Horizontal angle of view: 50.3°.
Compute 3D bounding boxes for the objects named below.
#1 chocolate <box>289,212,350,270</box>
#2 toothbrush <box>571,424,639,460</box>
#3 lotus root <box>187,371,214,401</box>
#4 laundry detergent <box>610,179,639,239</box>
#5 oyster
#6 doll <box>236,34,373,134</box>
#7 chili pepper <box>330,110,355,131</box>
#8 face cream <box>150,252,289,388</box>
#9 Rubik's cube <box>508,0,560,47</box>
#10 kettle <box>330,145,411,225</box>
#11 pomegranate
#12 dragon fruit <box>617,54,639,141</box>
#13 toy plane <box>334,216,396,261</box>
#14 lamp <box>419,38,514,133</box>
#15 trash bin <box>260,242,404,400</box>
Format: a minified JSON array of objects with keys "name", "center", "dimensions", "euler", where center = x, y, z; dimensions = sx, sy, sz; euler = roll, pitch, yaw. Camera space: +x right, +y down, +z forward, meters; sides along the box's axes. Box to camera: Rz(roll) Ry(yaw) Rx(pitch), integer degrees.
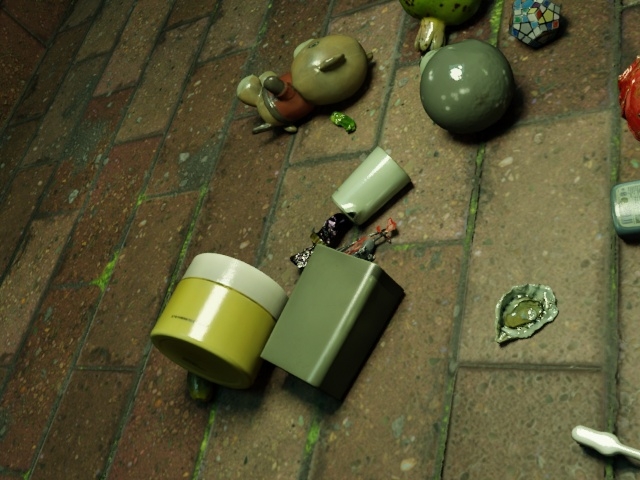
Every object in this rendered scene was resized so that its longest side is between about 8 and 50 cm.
[{"name":"chocolate","center":[0.000,0.000,1.412],"dimensions":[0.070,0.072,0.147],"euler":[32,85,0]},{"name":"toothbrush","center":[0.516,0.311,0.835],"dimensions":[0.418,0.040,0.042],"euler":[12,66,41]},{"name":"lotus root","center":[-0.247,0.286,1.399],"dimensions":[0.049,0.054,0.099],"euler":[-42,44,22]},{"name":"laundry detergent","center":[0.561,-0.059,1.049],"dimensions":[0.206,0.061,0.096],"euler":[-9,53,31]},{"name":"oyster","center":[0.335,0.120,1.116],"dimensions":[0.100,0.037,0.098],"euler":[-2,76,12]},{"name":"doll","center":[-0.037,-0.373,1.631],"dimensions":[0.330,0.235,0.174],"euler":[-23,92,32]},{"name":"chili pepper","center":[0.055,-0.279,1.601],"dimensions":[0.091,0.034,0.030],"euler":[45,124,45]},{"name":"face cream","center":[-0.192,0.159,1.319],"dimensions":[0.218,0.218,0.179],"euler":[2,55,37]},{"name":"Rubik's cube","center":[0.436,-0.451,1.395],"dimensions":[0.111,0.111,0.093],"euler":[7,40,39]},{"name":"kettle","center":[0.094,-0.115,1.407],"dimensions":[0.148,0.098,0.127],"euler":[-44,50,6]},{"name":"pomegranate","center":[0.264,-0.546,1.540],"dimensions":[0.202,0.202,0.247],"euler":[23,104,44]},{"name":"dragon fruit","center":[0.574,-0.228,1.090],"dimensions":[0.172,0.172,0.209],"euler":[-27,58,19]},{"name":"toy plane","center":[0.093,0.008,1.363],"dimensions":[0.145,0.037,0.060],"euler":[-35,35,17]},{"name":"lamp","center":[0.291,-0.340,1.390],"dimensions":[0.182,0.182,0.313],"euler":[-24,30,21]},{"name":"trash bin","center":[0.020,0.151,1.257],"dimensions":[0.164,0.122,0.240],"euler":[17,73,41]}]
